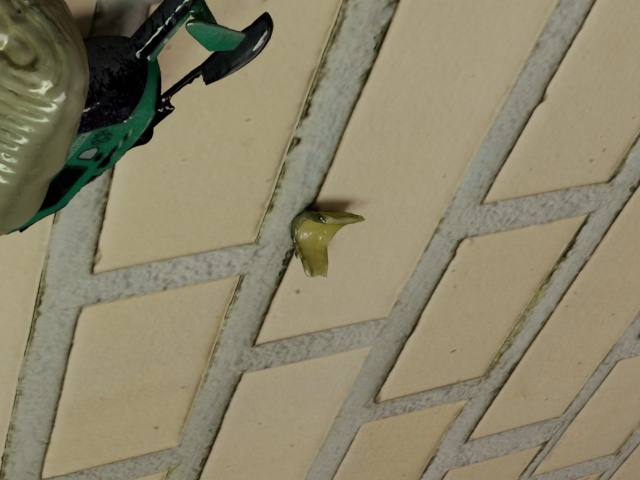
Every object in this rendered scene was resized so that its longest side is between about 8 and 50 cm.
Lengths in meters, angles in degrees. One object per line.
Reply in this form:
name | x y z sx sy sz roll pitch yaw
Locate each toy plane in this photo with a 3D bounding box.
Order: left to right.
toy plane | -0.162 -0.114 1.070 0.381 0.106 0.155 -44 152 26

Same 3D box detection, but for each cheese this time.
cheese | -0.001 0.000 1.422 0.060 0.041 0.084 -6 130 -43

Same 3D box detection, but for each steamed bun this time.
steamed bun | -0.246 -0.120 0.943 0.218 0.211 0.144 -59 -179 39
